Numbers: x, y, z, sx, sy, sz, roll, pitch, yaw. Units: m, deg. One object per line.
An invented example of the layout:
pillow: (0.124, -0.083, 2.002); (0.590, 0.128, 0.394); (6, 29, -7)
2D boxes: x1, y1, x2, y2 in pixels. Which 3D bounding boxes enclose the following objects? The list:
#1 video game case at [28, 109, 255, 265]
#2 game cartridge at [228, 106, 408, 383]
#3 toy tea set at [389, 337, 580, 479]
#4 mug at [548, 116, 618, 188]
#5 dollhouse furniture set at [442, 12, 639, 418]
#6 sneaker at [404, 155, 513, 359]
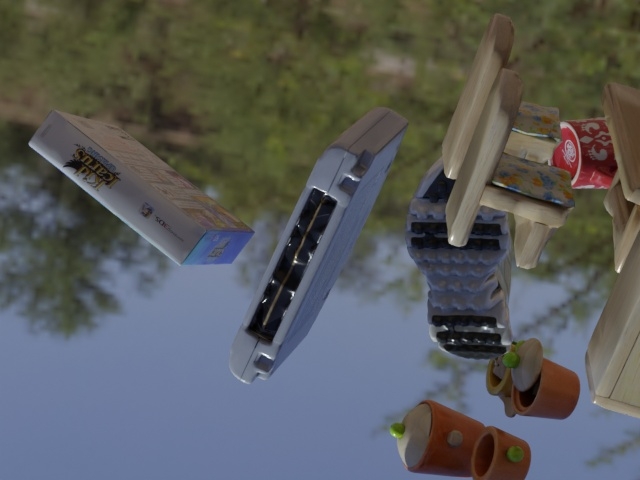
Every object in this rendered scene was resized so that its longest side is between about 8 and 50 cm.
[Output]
video game case: (-0.221, -0.062, 2.170); (0.244, 0.061, 0.269); (37, -174, 9)
game cartridge: (0.000, 0.000, 1.847); (0.060, 0.294, 0.196); (30, -156, 11)
toy tea set: (0.186, 0.223, 2.106); (0.124, 0.336, 0.200); (17, -143, -17)
mug: (0.411, -0.117, 2.314); (0.169, 0.113, 0.150); (-3, -165, -22)
dollhouse furniture set: (0.310, -0.058, 1.342); (0.362, 0.256, 0.394); (17, -153, -5)
sneaker: (0.154, -0.003, 1.798); (0.110, 0.118, 0.292); (7, 141, 13)
